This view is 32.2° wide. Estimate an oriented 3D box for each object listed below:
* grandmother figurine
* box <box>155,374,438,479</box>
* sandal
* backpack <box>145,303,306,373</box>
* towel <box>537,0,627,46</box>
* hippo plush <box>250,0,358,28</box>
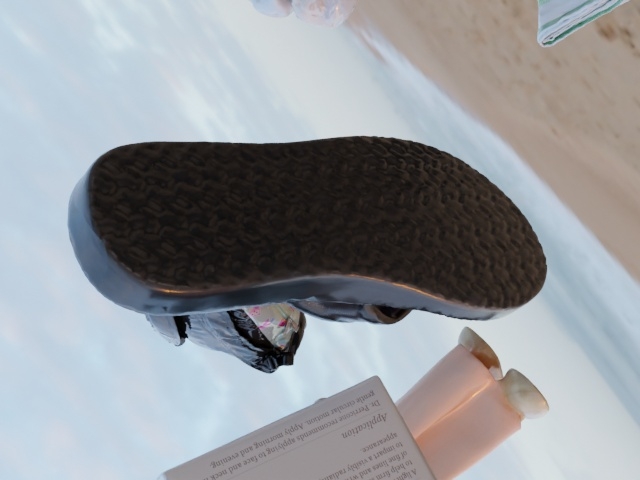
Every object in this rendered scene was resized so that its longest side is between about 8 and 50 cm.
[{"bbox_3d":[0.043,0.226,1.061,0.208,0.342,0.104,39,164,48],"label":"grandmother figurine"},{"bbox_3d":[-0.029,0.209,0.817,0.119,0.181,0.182,61,152,17],"label":"box"},{"bbox_3d":[-0.002,-0.002,0.927,0.445,0.107,0.168,4,-119,-32],"label":"sandal"},{"bbox_3d":[-0.098,0.039,1.069,0.182,0.152,0.115,63,-140,-54],"label":"backpack"},{"bbox_3d":[0.241,-0.271,1.045,0.023,0.113,0.152,14,-114,-31],"label":"towel"},{"bbox_3d":[-0.030,-0.371,1.197,0.294,0.234,0.236,8,176,31],"label":"hippo plush"}]
